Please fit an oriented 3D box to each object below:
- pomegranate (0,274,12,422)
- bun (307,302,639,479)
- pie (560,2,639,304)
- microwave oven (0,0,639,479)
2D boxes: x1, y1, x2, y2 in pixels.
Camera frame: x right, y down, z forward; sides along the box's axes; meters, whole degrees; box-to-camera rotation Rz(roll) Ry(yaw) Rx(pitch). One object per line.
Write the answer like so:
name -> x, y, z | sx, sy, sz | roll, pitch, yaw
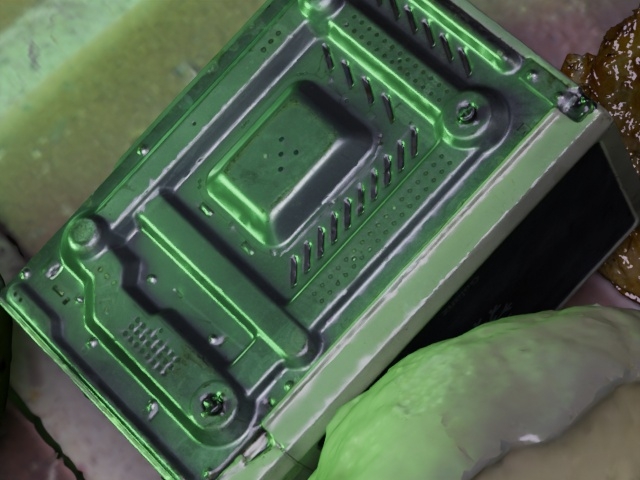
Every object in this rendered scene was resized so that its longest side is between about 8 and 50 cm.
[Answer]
pomegranate -> -0.223, 0.058, 0.836 | 0.181, 0.224, 0.181 | -4, 101, -21
bun -> 0.070, 0.163, 0.756 | 0.146, 0.287, 0.287 | 21, 80, 49
pie -> 0.158, -0.039, 0.884 | 0.092, 0.034, 0.170 | -9, 83, 19
microwave oven -> 0.000, 0.000, 0.836 | 0.240, 0.145, 0.194 | -47, 65, -1
